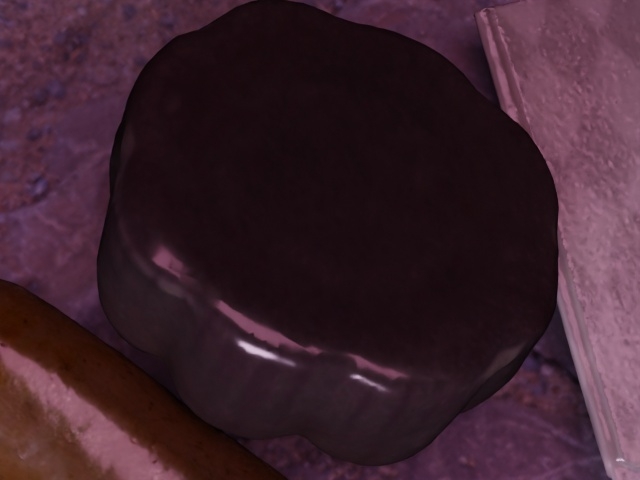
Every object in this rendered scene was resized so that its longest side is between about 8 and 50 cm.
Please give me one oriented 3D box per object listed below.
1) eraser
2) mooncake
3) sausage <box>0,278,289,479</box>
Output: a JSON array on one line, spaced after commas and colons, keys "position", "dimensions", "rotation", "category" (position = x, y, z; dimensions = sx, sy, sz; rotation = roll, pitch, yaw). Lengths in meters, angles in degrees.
[{"position": [0.255, 0.008, 1.220], "dimensions": [0.213, 0.082, 0.397], "rotation": [-13, 82, -8], "category": "eraser"}, {"position": [0.000, 0.000, 1.120], "dimensions": [0.306, 0.154, 0.306], "rotation": [9, 55, -13], "category": "mooncake"}, {"position": [-0.082, 0.185, 1.124], "dimensions": [0.501, 0.136, 0.123], "rotation": [36, 66, 1], "category": "sausage"}]
